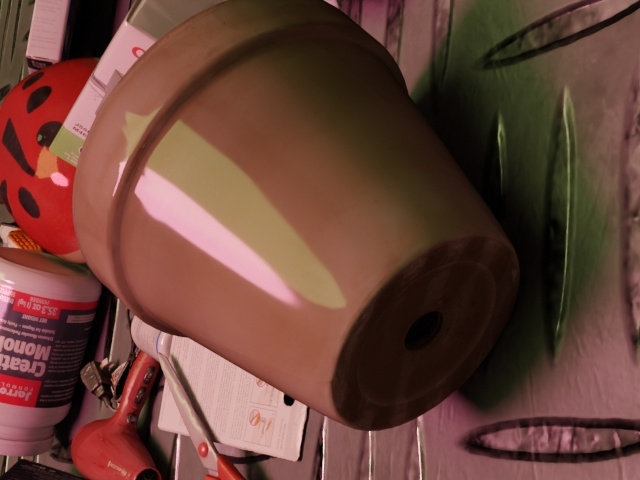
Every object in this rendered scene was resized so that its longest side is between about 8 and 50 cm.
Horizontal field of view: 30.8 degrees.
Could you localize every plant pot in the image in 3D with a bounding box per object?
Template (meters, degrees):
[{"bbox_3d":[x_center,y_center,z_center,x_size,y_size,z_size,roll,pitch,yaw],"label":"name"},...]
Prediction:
[{"bbox_3d":[0.000,0.000,0.959,0.280,0.323,0.323,44,118,38],"label":"plant pot"}]

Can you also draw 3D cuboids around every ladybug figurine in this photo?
[{"bbox_3d":[-0.385,-0.132,1.739,0.449,0.162,0.305,37,109,59],"label":"ladybug figurine"}]

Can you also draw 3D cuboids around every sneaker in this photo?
[{"bbox_3d":[-0.476,0.041,1.916,0.262,0.099,0.121,-160,74,-70],"label":"sneaker"}]

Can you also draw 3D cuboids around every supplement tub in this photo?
[{"bbox_3d":[-0.444,0.160,1.708,0.191,0.191,0.272,25,101,59],"label":"supplement tub"},{"bbox_3d":[-0.179,0.116,1.403,0.107,0.071,0.071,17,94,61],"label":"supplement tub"}]

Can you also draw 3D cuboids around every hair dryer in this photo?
[{"bbox_3d":[-0.255,0.209,1.486,0.223,0.080,0.293,-54,38,33],"label":"hair dryer"}]

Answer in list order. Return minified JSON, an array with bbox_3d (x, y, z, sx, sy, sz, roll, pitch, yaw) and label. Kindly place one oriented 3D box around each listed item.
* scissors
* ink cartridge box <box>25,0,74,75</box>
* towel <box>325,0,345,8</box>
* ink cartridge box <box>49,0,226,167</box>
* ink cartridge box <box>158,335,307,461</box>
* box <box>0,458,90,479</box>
[{"bbox_3d":[-0.119,0.243,1.232,0.297,0.021,0.109,41,114,38],"label":"scissors"},{"bbox_3d":[-0.439,-0.428,1.961,0.303,0.072,0.307,172,106,-79],"label":"ink cartridge box"},{"bbox_3d":[-0.030,-0.370,1.214,0.284,0.121,0.235,16,90,43],"label":"towel"},{"bbox_3d":[-0.161,-0.152,1.305,0.273,0.198,0.114,-43,19,51],"label":"ink cartridge box"},{"bbox_3d":[-0.076,0.136,1.266,0.225,0.056,0.180,4,82,41],"label":"ink cartridge box"},{"bbox_3d":[-0.400,0.401,1.541,0.207,0.108,0.153,-51,-22,-84],"label":"box"}]
